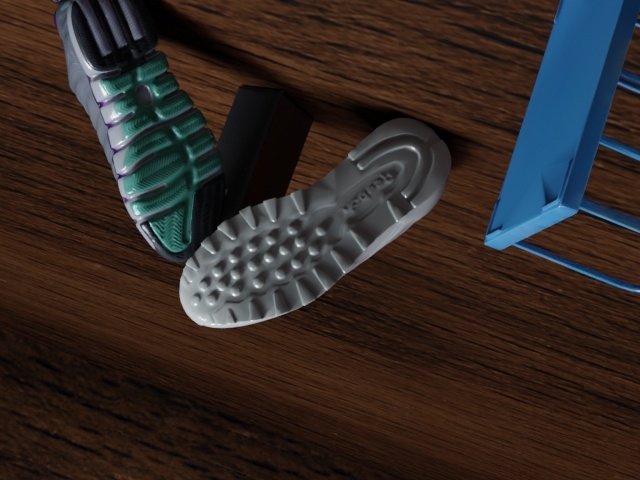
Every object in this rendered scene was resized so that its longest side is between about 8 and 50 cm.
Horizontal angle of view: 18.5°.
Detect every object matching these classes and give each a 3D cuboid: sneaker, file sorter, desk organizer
[{"bbox_3d":[0.000,0.000,1.511,0.090,0.235,0.095,58,173,11],"label":"sneaker"},{"bbox_3d":[-0.141,-0.094,1.506,0.098,0.083,0.224,16,126,63],"label":"sneaker"},{"bbox_3d":[0.181,-0.067,1.108,0.104,0.170,0.118,22,165,-10],"label":"file sorter"},{"bbox_3d":[-0.056,-0.052,1.557,0.047,0.130,0.050,9,162,37],"label":"desk organizer"}]
